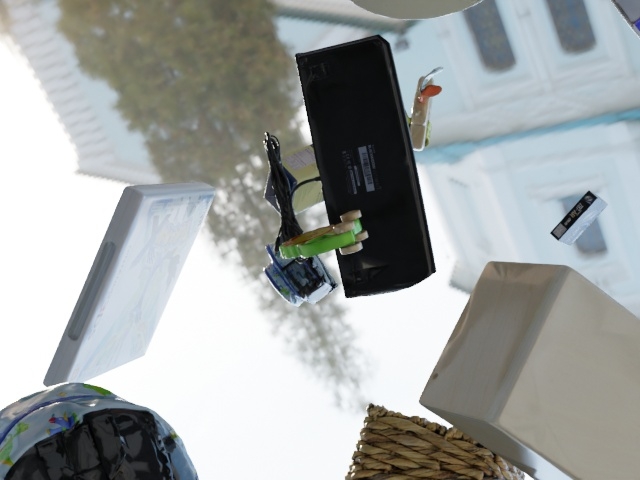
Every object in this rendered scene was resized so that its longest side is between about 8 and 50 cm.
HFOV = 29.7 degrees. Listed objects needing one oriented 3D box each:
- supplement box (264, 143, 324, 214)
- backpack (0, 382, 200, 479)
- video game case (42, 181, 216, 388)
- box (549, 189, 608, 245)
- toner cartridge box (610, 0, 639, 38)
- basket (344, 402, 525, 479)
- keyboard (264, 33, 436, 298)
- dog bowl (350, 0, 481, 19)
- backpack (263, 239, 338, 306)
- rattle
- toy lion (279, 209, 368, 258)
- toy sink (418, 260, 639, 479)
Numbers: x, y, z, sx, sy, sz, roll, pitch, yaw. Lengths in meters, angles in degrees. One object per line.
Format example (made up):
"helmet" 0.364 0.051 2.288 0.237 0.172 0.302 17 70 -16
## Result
"supplement box" -0.033 -0.092 1.860 0.083 0.083 0.056 -26 -121 -32
"backpack" -0.235 0.324 1.219 0.290 0.356 0.273 -19 -154 -25
"video game case" -0.269 0.057 1.759 0.036 0.300 0.329 26 -171 9
"box" 0.372 -0.032 1.736 0.083 0.067 0.018 -49 -115 12
"toner cartridge box" 0.275 -0.168 0.888 0.075 0.348 0.165 -36 -121 19
"basket" 0.126 0.366 1.481 0.213 0.299 0.223 16 -114 10
"keyboard" 0.022 -0.083 1.512 0.201 0.317 0.033 -11 -177 14
"dog bowl" 0.121 -0.394 1.432 0.264 0.265 0.104 -18 -130 13
"backpack" -0.042 0.046 1.935 0.084 0.114 0.105 -35 165 7
"rattle" 0.128 -0.230 1.986 0.142 0.200 0.130 25 -94 10
"toy lion" 0.000 0.000 1.307 0.096 0.034 0.100 -18 -171 11
"toy sink" 0.231 0.143 1.094 0.131 0.234 0.153 2 -119 62
